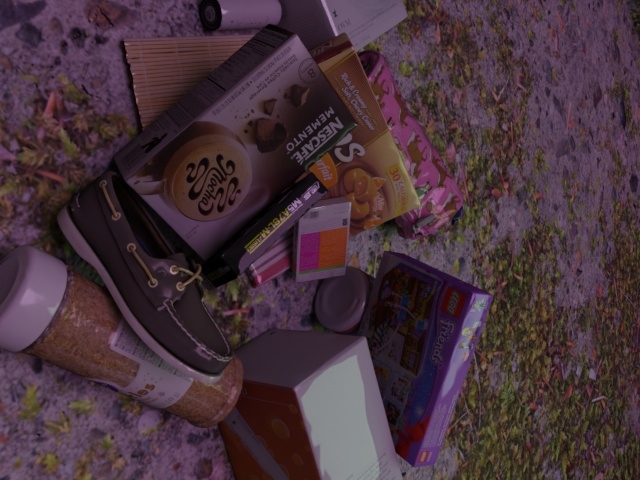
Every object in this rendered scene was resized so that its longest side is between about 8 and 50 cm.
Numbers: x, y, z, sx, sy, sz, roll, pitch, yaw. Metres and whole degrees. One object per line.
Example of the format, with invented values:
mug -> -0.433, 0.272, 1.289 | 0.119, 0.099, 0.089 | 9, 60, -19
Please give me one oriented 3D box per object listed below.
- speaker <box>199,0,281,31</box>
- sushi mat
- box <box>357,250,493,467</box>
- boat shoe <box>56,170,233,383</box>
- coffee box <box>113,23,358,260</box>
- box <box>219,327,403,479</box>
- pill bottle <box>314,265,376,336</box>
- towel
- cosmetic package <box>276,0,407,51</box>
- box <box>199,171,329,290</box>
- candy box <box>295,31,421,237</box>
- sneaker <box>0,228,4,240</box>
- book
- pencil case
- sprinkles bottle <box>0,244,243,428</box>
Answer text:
speaker -> -0.127, -0.371, 1.085 | 0.136, 0.055, 0.055 | -23, 105, -44
sushi mat -> -0.167, -0.251, 1.065 | 0.316, 0.019, 0.152 | -20, 102, -45
box -> 0.145, 0.187, 1.091 | 0.057, 0.201, 0.294 | 9, 102, -40
boat shoe -> -0.208, 0.043, 0.839 | 0.305, 0.091, 0.109 | 48, 11, 11
coffee box -> -0.118, -0.141, 0.943 | 0.297, 0.119, 0.168 | -41, 123, -4
box -> -0.015, 0.334, 1.055 | 0.168, 0.214, 0.346 | -27, 107, -43
pill bottle -> 0.103, 0.141, 1.257 | 0.221, 0.124, 0.124 | 31, 66, -42
towel -> -0.095, -0.036, 1.127 | 0.144, 0.029, 0.197 | -34, 112, -39
cosmetic package -> 0.015, -0.451, 1.181 | 0.224, 0.138, 0.225 | -44, 118, -38
box -> -0.093, -0.009, 0.984 | 0.184, 0.190, 0.045 | -43, 97, -24
candy box -> 0.028, -0.161, 1.127 | 0.088, 0.182, 0.317 | -103, 166, -58
sneaker -> -0.438, -0.001, 0.732 | 0.170, 0.063, 0.075 | 25, 64, -48
book -> 0.000, 0.000, 1.137 | 0.096, 0.035, 0.144 | -11, 125, -24
pencil case -> 0.134, -0.176, 1.284 | 0.160, 0.167, 0.386 | -38, 121, -3
sprinkles bottle -> -0.260, 0.137, 0.873 | 0.355, 0.121, 0.121 | 37, 62, -39
